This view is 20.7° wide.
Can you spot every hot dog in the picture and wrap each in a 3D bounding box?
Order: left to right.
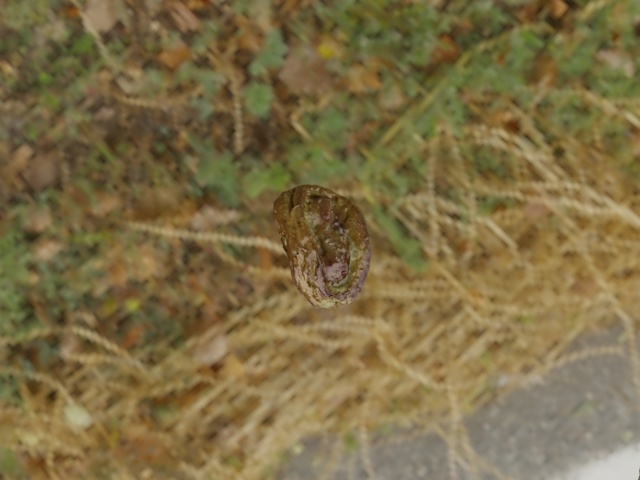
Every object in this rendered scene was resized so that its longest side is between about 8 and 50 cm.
[{"bbox_3d":[0.000,0.000,1.076,0.058,0.083,0.035,1,149,-30],"label":"hot dog"}]

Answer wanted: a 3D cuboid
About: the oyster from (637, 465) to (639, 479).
[{"bbox_3d":[0.257,0.059,1.072,0.166,0.110,0.341,29,71,-56],"label":"oyster"}]
